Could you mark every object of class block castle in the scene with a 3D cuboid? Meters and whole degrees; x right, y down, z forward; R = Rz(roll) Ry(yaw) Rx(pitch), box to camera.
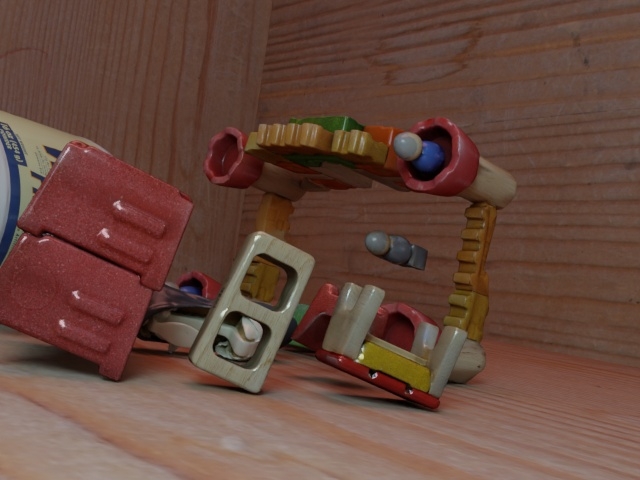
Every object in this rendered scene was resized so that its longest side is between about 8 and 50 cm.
[{"bbox_3d":[0.000,0.000,1.030,0.453,0.303,0.212,6,-10,45],"label":"block castle"}]

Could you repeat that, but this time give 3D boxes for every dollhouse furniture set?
[{"bbox_3d":[-0.092,0.068,0.717,0.374,0.152,0.201,27,-8,-15],"label":"dollhouse furniture set"}]

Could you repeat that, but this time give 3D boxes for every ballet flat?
[{"bbox_3d":[-0.110,0.096,0.855,0.203,0.074,0.074,16,-6,-27],"label":"ballet flat"}]

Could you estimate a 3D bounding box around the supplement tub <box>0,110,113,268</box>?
[{"bbox_3d":[-0.365,-0.026,0.949,0.235,0.236,0.325,7,-3,22],"label":"supplement tub"}]
